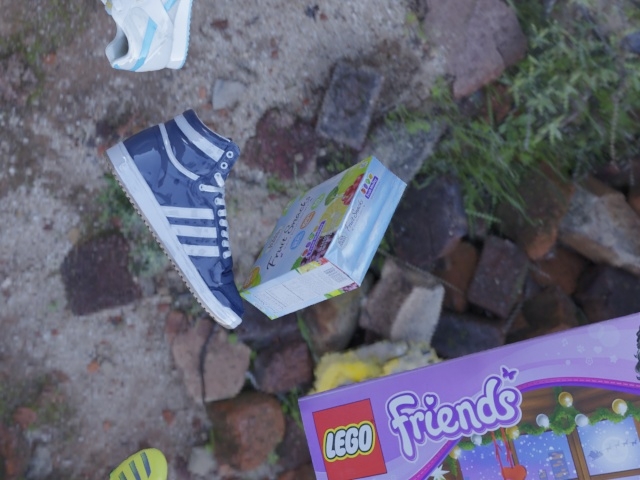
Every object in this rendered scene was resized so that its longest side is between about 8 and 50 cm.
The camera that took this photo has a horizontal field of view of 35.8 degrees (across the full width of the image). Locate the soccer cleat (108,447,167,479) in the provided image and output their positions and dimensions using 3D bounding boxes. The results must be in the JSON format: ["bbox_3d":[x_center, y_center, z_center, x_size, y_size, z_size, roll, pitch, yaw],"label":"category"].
[{"bbox_3d":[-0.272,0.398,1.413,0.121,0.289,0.093,-10,109,22],"label":"soccer cleat"}]

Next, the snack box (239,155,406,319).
[{"bbox_3d":[0.000,0.000,1.311,0.070,0.174,0.207,39,145,-18],"label":"snack box"}]

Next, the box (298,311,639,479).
[{"bbox_3d":[0.138,0.138,0.454,0.293,0.201,0.057,-20,169,34],"label":"box"}]

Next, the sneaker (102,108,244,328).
[{"bbox_3d":[-0.140,-0.033,1.273,0.153,0.099,0.282,-33,102,-5],"label":"sneaker"}]

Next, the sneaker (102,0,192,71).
[{"bbox_3d":[-0.201,-0.295,1.138,0.092,0.087,0.229,-12,131,-25],"label":"sneaker"}]
